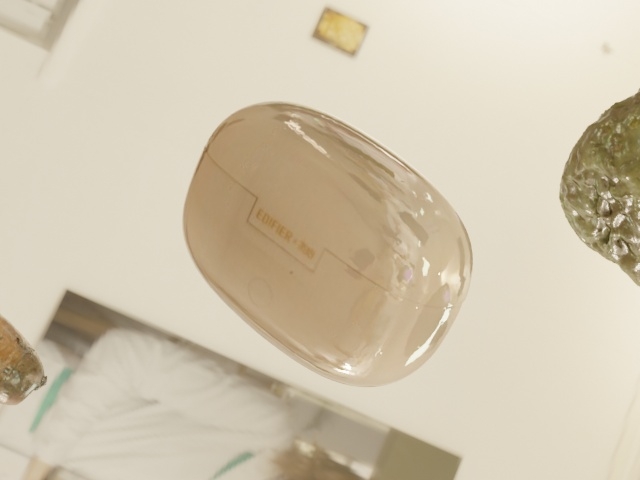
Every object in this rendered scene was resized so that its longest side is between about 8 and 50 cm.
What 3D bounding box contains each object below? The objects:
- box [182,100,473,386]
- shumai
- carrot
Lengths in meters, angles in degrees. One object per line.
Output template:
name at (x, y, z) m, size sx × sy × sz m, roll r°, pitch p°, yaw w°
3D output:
box at (0.000, 0.000, 0.677) m, size 0.088 × 0.200 × 0.146 m, roll -10°, pitch 131°, yaw -56°
shumai at (0.374, -0.027, 1.096) m, size 0.256 × 0.189 × 0.218 m, roll 114°, pitch -32°, yaw -42°
carrot at (-0.304, 0.062, 0.906) m, size 0.060 × 0.186 × 0.060 m, roll -39°, pitch -171°, yaw 8°
